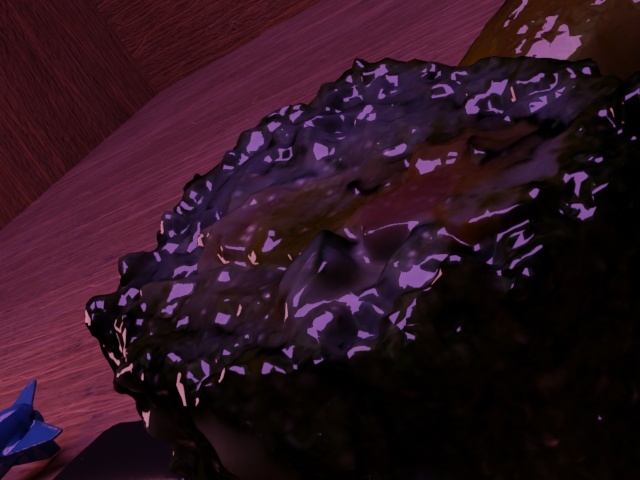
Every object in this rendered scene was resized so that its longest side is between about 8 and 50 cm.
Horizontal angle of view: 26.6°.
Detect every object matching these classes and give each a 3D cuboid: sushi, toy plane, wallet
[{"bbox_3d":[0.041,0.037,0.756,0.294,0.178,0.352,-43,27,-24],"label":"sushi"},{"bbox_3d":[-0.372,0.245,1.313,0.271,0.105,0.254,-34,29,-10],"label":"toy plane"},{"bbox_3d":[-0.139,0.179,1.099,0.250,0.044,0.149,-21,17,46],"label":"wallet"}]

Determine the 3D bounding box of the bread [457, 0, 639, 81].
[{"bbox_3d":[0.251,-0.141,0.931,0.376,0.208,0.251,-43,12,-9],"label":"bread"}]
